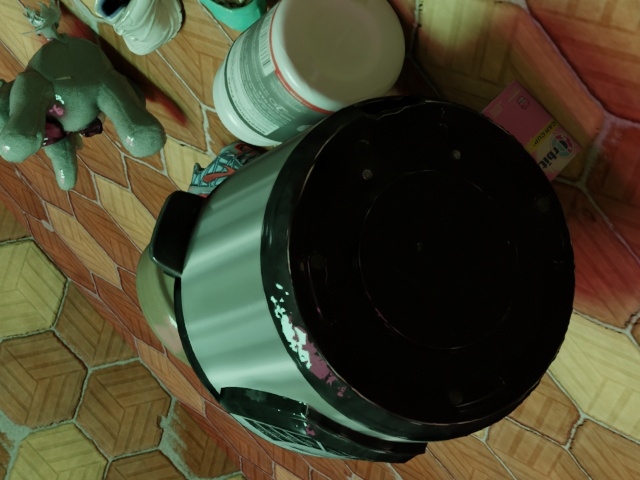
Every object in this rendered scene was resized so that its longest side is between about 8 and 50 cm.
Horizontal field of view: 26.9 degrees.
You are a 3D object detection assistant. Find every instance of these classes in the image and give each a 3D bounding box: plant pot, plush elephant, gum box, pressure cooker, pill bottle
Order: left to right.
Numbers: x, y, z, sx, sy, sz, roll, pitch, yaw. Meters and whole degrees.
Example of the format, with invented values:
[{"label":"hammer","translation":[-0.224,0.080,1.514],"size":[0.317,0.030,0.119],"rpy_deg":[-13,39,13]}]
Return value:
[{"label":"plush elephant","translation":[-0.448,-0.212,2.291],"size":[0.255,0.271,0.330],"rpy_deg":[114,140,-54]},{"label":"plant pot","translation":[-0.103,0.043,1.978],"size":[0.263,0.263,0.229],"rpy_deg":[48,129,-5]},{"label":"pill bottle","translation":[-0.025,-0.207,1.628],"size":[0.161,0.161,0.283],"rpy_deg":[49,159,-9]},{"label":"pressure cooker","translation":[0.039,0.053,1.510],"size":[0.420,0.375,0.370],"rpy_deg":[-19,97,63]},{"label":"gum box","translation":[0.205,-0.096,1.533],"size":[0.107,0.062,0.188],"rpy_deg":[46,159,0]}]

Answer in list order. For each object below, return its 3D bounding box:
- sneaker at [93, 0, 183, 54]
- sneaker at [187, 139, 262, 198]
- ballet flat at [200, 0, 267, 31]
[{"label":"sneaker","translation":[-0.267,-0.341,1.884],"size":[0.111,0.129,0.297],"rpy_deg":[41,160,8]},{"label":"sneaker","translation":[-0.122,-0.103,2.075],"size":[0.261,0.125,0.104],"rpy_deg":[-14,158,41]},{"label":"ballet flat","translation":[-0.164,-0.366,1.709],"size":[0.247,0.083,0.087],"rpy_deg":[39,164,1]}]
